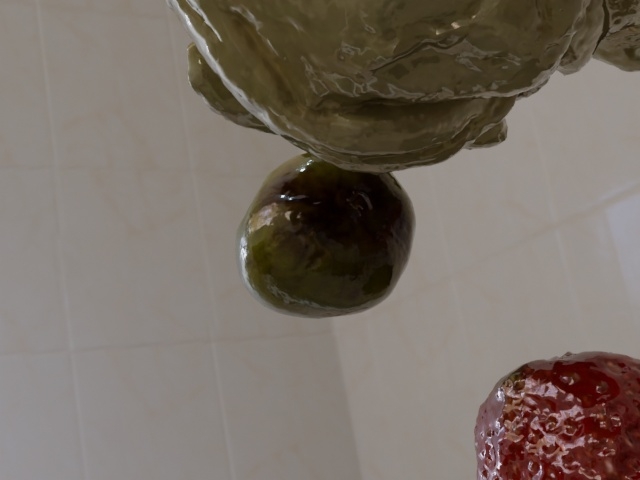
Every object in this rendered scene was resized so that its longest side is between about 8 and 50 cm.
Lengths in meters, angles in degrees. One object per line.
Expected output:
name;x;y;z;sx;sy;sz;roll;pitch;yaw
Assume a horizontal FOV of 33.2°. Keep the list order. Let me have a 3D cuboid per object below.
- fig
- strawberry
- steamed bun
fig;0.003;-0.003;0.867;0.153;0.135;0.121;-21;-12;4
strawberry;0.233;0.207;0.834;0.257;0.277;0.257;-40;-1;-1
steamed bun;0.071;-0.168;0.719;0.372;0.230;0.325;-16;22;-37
